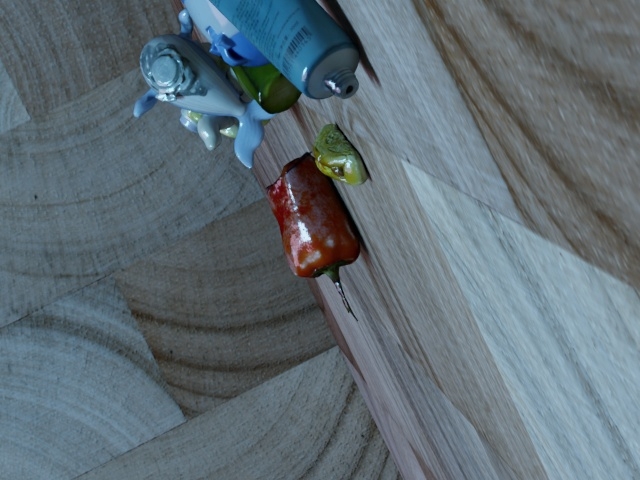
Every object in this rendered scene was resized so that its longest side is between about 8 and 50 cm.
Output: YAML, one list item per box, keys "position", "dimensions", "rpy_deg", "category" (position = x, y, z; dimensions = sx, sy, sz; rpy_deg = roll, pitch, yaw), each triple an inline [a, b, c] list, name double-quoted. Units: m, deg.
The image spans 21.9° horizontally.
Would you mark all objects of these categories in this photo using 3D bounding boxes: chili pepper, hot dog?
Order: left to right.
- position: [0.000, 0.000, 1.784]
  dimensions: [0.086, 0.084, 0.192]
  rpy_deg: [-13, -104, -60]
  category: "chili pepper"
- position: [0.013, -0.073, 1.460]
  dimensions: [0.090, 0.034, 0.030]
  rpy_deg: [-121, 7, -60]
  category: "hot dog"

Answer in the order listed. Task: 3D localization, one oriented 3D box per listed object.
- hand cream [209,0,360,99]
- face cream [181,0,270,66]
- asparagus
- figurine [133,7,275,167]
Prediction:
- position: [-0.046, -0.174, 1.177]
  dimensions: [0.224, 0.048, 0.083]
  rpy_deg: [48, 137, 27]
  category: "hand cream"
- position: [-0.096, -0.257, 1.280]
  dimensions: [0.264, 0.083, 0.149]
  rpy_deg: [64, 161, -1]
  category: "face cream"
- position: [-0.069, -0.192, 1.606]
  dimensions: [0.278, 0.060, 0.067]
  rpy_deg: [-122, 26, -54]
  category: "asparagus"
- position: [-0.112, -0.162, 1.774]
  dimensions: [0.208, 0.128, 0.184]
  rpy_deg: [38, -166, 34]
  category: "figurine"
